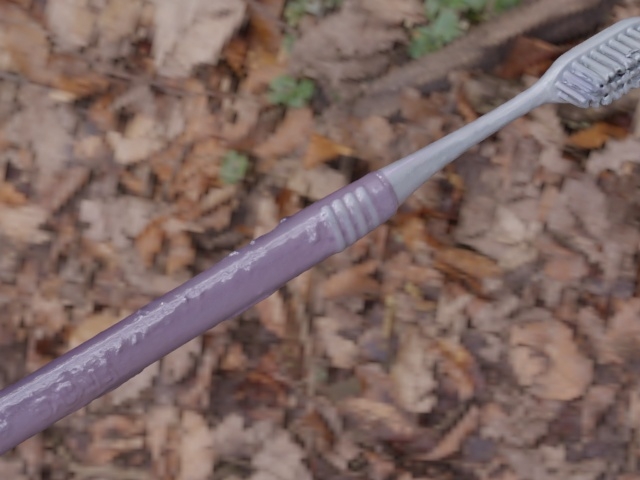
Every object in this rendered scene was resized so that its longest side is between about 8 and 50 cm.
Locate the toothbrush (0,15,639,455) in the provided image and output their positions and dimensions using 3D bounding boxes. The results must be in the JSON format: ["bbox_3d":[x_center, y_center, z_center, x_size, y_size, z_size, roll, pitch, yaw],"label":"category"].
[{"bbox_3d":[0.000,0.000,0.752,0.354,0.024,0.029,-31,31,-15],"label":"toothbrush"}]
